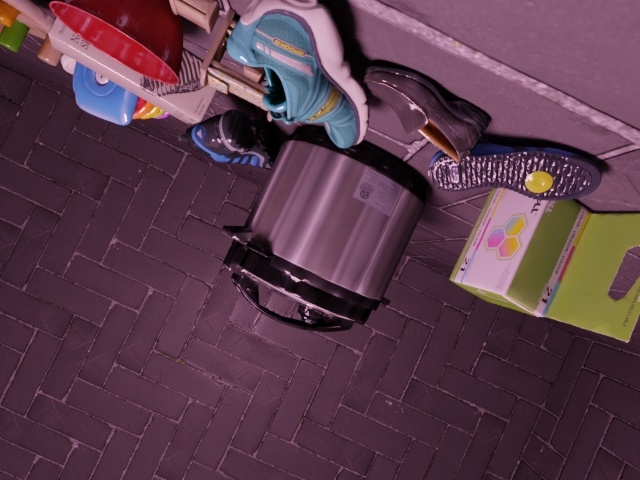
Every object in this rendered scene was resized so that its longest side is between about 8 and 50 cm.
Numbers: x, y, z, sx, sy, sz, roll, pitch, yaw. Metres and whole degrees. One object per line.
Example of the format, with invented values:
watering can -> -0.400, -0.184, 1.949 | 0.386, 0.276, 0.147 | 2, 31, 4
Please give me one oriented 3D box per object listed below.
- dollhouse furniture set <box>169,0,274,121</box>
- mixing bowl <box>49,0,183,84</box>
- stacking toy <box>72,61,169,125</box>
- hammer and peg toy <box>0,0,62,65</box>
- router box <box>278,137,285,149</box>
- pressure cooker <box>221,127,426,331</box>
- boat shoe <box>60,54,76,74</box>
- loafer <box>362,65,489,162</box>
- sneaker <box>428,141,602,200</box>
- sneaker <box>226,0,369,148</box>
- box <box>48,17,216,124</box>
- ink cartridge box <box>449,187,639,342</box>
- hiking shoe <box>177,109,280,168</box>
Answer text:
dollhouse furniture set -> -0.138, -0.255, 0.628 | 0.182, 0.101, 0.161 | 26, 177, -11
mixing bowl -> -0.271, -0.320, 0.605 | 0.182, 0.098, 0.181 | 25, 178, 1
stacking toy -> -0.408, -0.355, 1.009 | 0.166, 0.175, 0.302 | 24, -169, 15
hammer and peg toy -> -0.675, -0.483, 0.790 | 0.362, 0.127, 0.266 | 24, 177, 16
router box -> -0.128, -0.259, 1.187 | 0.123, 0.038, 0.092 | 23, 178, 40
pressure cooker -> 0.001, 0.000, 0.970 | 0.370, 0.420, 0.375 | 23, 178, 20
boat shoe -> -0.574, -0.461, 1.058 | 0.319, 0.116, 0.098 | -137, 26, -76
loafer -> 0.124, -0.159, 0.522 | 0.170, 0.061, 0.062 | 26, 179, -3
sneaker -> 0.255, -0.104, 0.564 | 0.210, 0.082, 0.069 | 8, 128, 28
sneaker -> -0.020, -0.191, 0.521 | 0.107, 0.110, 0.275 | 50, -174, 26
box -> -0.337, -0.337, 0.787 | 0.275, 0.113, 0.094 | 25, 177, -30
ink cartridge box -> 0.343, 0.016, 0.629 | 0.097, 0.188, 0.255 | 28, 175, -18
hiking shoe -> -0.188, -0.229, 0.973 | 0.132, 0.113, 0.304 | -3, 176, 17
